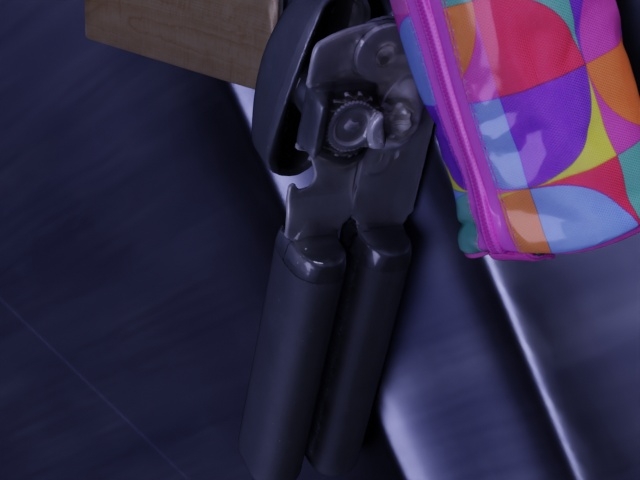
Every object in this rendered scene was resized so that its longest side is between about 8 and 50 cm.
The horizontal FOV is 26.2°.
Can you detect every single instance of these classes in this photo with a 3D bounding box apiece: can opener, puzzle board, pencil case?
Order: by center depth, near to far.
[{"bbox_3d":[0.072,-0.105,0.591,0.104,0.104,0.236,-11,108,38],"label":"pencil case"},{"bbox_3d":[0.000,0.000,0.728,0.095,0.076,0.283,53,141,45],"label":"can opener"},{"bbox_3d":[-0.073,-0.139,0.730,0.128,0.011,0.096,19,122,25],"label":"puzzle board"}]
